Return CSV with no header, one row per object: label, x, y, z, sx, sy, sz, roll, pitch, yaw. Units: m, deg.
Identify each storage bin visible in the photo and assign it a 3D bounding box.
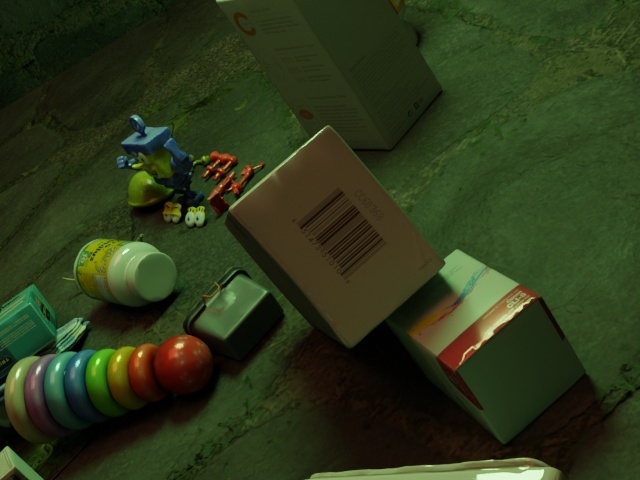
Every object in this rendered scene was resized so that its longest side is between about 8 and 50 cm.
storage bin,-0.128,0.112,1.563,0.091,0.098,0.135,20,60,45

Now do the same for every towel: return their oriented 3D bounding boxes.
towel,-0.534,0.232,1.798,0.209,0.034,0.285,-29,10,15

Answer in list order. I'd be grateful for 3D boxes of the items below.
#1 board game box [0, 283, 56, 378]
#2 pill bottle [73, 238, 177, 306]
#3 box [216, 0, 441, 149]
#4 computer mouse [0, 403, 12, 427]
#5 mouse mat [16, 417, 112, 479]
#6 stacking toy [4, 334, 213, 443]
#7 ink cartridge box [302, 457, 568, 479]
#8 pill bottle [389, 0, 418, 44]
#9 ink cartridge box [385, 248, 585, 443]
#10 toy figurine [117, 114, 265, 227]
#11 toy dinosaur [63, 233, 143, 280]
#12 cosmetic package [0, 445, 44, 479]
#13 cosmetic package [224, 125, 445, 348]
board game box,-0.597,0.197,1.835,0.254,0.079,0.336,-36,11,-10
pill bottle,-0.349,0.058,1.854,0.208,0.117,0.117,5,49,51
box,0.018,-0.341,1.804,0.215,0.345,0.168,8,51,52
computer mouse,-0.549,0.295,1.800,0.193,0.042,0.106,-14,36,35
mouse mat,-0.423,0.325,1.654,0.189,0.007,0.153,-45,29,-18
stacking toy,-0.313,0.212,1.576,0.330,0.141,0.141,-17,33,20
ink cartridge box,0.064,0.393,0.839,0.285,0.166,0.395,-12,37,37
pill bottle,0.069,-0.476,2.018,0.162,0.278,0.162,-28,30,17
ink cartridge box,0.180,0.114,1.167,0.127,0.128,0.176,-41,29,-8
toy figurine,-0.312,-0.179,2.064,0.191,0.217,0.362,-48,31,-20
toy dinosaur,-0.418,0.055,2.024,0.183,0.053,0.092,-30,13,-3
cosmetic package,-0.333,0.366,1.245,0.099,0.239,0.060,-41,29,-8
cosmetic package,0.000,0.000,1.312,0.156,0.217,0.385,-41,1,-7
